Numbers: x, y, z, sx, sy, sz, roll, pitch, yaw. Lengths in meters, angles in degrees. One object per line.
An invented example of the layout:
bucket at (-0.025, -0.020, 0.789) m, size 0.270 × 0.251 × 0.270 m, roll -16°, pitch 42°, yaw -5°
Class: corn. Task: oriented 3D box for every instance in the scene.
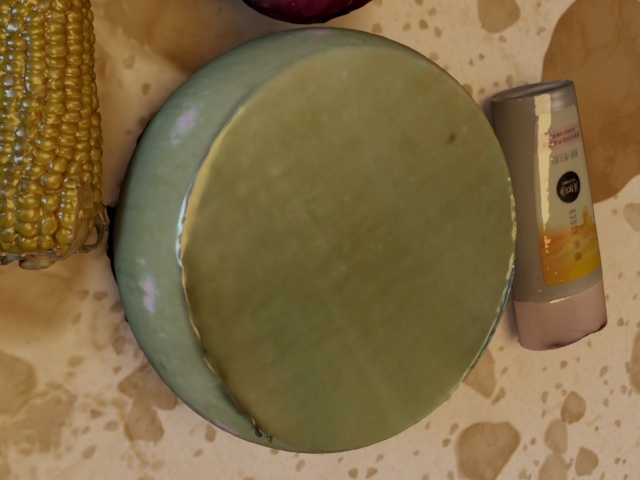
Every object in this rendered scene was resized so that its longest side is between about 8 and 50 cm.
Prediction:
corn at (-0.205, -0.125, 0.679) m, size 0.106 × 0.106 × 0.293 m, roll -6°, pitch 101°, yaw -30°

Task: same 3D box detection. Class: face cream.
face cream at (0.236, -0.025, 0.978) m, size 0.107 × 0.073 × 0.269 m, roll -17°, pitch 107°, yaw -20°

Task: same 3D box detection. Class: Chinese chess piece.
Chinese chess piece at (0.000, 0.000, 0.795) m, size 0.349 × 0.146 × 0.349 m, roll -5°, pitch 100°, yaw -31°

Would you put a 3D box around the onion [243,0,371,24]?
onion at (-0.016, -0.255, 0.737) m, size 0.177 × 0.177 × 0.153 m, roll -43°, pitch 151°, yaw -19°
